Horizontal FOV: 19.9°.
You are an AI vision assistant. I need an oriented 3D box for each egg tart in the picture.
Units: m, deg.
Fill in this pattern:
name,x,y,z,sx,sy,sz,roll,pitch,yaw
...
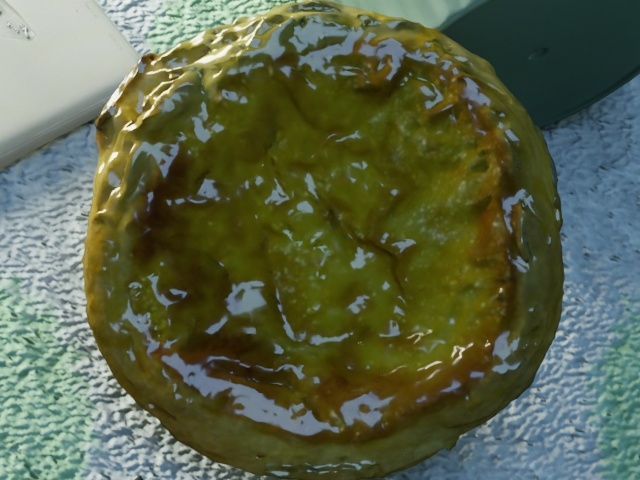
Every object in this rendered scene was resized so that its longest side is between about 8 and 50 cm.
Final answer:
name,x,y,z,sx,sy,sz,roll,pitch,yaw
egg tart,0.004,0.000,1.243,0.341,0.129,0.341,0,90,1

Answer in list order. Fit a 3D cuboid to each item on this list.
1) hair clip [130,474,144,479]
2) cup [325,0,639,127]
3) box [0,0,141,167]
name,x,y,z,sx,sy,sz,roll,pitch,yaw
hair clip,-0.101,0.236,1.163,0.124,0.052,0.195,-10,56,-24
cup,0.134,-0.310,1.412,0.400,0.310,0.392,-14,68,-18
box,-0.277,-0.109,1.345,0.285,0.044,0.142,-31,71,-27
